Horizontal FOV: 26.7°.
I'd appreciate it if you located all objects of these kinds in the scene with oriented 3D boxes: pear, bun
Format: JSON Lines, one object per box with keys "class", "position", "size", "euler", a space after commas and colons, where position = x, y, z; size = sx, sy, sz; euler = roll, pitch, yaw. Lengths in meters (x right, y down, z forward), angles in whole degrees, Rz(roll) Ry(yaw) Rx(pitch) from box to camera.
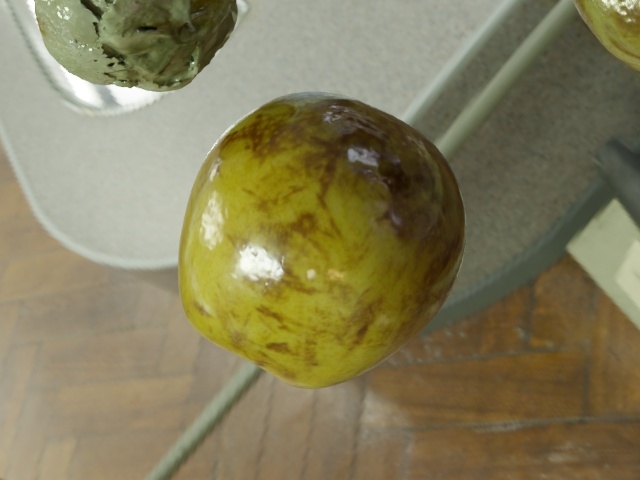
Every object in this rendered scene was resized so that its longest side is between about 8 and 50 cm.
{"class": "pear", "position": [0.000, 0.000, 1.250], "size": [0.281, 0.281, 0.281], "euler": [-24, 52, 35]}
{"class": "bun", "position": [-0.160, -0.248, 1.281], "size": [0.141, 0.239, 0.239], "euler": [29, 89, 28]}

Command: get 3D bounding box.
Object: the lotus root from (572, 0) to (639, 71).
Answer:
{"class": "lotus root", "position": [0.253, -0.217, 1.056], "size": [0.138, 0.214, 0.138], "euler": [-49, -1, -1]}
